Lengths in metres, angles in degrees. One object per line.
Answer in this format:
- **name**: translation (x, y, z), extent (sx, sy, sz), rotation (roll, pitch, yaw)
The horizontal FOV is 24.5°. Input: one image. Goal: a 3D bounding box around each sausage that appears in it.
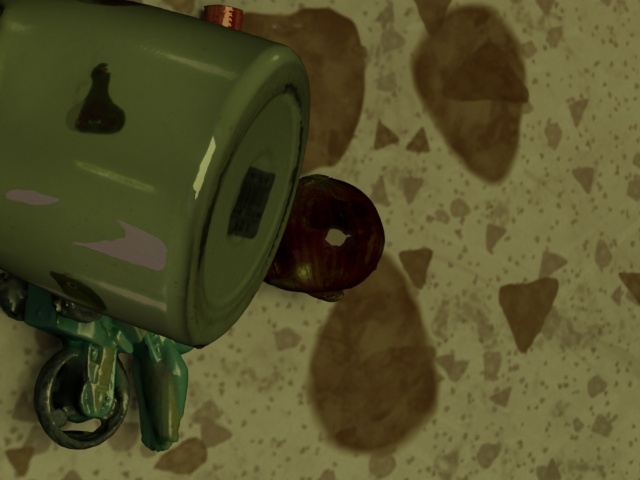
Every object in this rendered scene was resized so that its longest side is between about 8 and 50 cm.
- **sausage**: translation (-0.089, -0.132, 1.238), extent (0.034, 0.034, 0.129), rotation (8, 88, -32)

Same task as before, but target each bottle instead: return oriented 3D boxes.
- **bottle**: translation (-0.203, -0.080, 0.988), extent (0.352, 0.229, 0.229), rotation (20, 78, 12)

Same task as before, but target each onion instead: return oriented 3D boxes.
- **onion**: translation (0.000, 0.000, 1.257), extent (0.117, 0.118, 0.118), rotation (-21, 103, -34)

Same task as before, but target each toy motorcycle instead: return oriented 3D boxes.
- **toy motorcycle**: translation (-0.149, 0.020, 1.176), extent (0.198, 0.109, 0.296), rotation (11, 83, -41)
